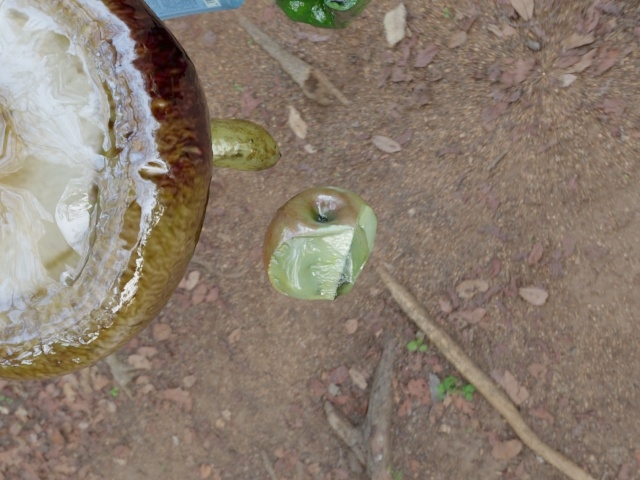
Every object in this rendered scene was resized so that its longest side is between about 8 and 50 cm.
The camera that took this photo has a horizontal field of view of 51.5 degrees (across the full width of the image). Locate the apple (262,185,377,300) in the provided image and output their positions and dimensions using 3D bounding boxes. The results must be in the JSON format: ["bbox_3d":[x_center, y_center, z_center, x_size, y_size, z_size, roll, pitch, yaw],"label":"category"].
[{"bbox_3d":[0.000,0.000,1.126,0.207,0.174,0.189,-14,130,-20],"label":"apple"}]

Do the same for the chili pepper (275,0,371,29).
[{"bbox_3d":[0.005,-0.464,1.186,0.213,0.385,0.168,-2,111,0],"label":"chili pepper"}]

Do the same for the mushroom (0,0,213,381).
[{"bbox_3d":[-0.247,-0.071,0.540,0.344,0.239,0.346,-4,108,-14],"label":"mushroom"}]

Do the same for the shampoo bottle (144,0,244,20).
[{"bbox_3d":[-0.256,-0.432,1.135,0.258,0.061,0.104,3,136,30],"label":"shampoo bottle"}]

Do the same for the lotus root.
[{"bbox_3d":[-0.188,-0.188,1.281,0.110,0.258,0.097,46,127,46],"label":"lotus root"}]
